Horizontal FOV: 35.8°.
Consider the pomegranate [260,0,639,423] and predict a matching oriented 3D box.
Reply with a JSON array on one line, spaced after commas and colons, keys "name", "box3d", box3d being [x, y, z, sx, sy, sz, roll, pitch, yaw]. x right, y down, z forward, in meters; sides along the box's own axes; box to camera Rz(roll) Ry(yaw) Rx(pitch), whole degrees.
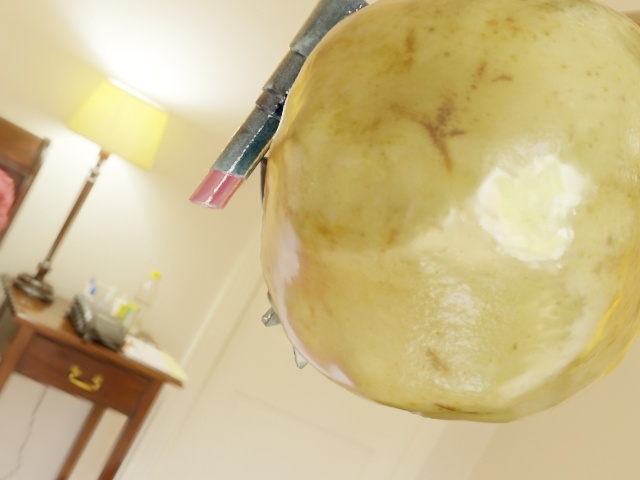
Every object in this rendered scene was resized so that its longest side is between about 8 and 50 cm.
[{"name": "pomegranate", "box3d": [0.119, -0.027, 0.727, 0.332, 0.333, 0.332, 29, 2, -1]}]

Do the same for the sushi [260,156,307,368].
[{"name": "sushi", "box3d": [0.015, 0.014, 1.120, 0.134, 0.273, 0.109, 19, 35, 26]}]

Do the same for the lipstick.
[{"name": "lipstick", "box3d": [-0.039, -0.123, 0.879, 0.053, 0.234, 0.053, 36, -7, 5]}]

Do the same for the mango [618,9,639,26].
[{"name": "mango", "box3d": [0.434, -0.242, 1.321, 0.253, 0.113, 0.138, -10, 61, -21]}]
